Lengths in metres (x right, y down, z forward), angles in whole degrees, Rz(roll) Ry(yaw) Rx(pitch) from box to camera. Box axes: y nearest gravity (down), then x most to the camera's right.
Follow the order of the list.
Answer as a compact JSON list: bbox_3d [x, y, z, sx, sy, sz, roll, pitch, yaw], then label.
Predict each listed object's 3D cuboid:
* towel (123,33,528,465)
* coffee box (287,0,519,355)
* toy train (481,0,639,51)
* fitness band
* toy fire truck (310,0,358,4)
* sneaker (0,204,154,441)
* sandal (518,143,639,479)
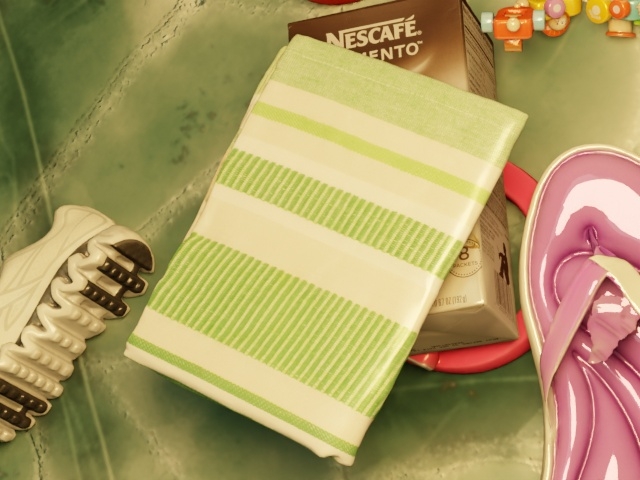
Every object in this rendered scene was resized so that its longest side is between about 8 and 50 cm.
[{"bbox_3d":[0.000,0.000,1.458,0.248,0.038,0.325,23,83,29],"label":"towel"},{"bbox_3d":[0.071,-0.055,1.534,0.168,0.119,0.297,-11,68,18],"label":"coffee box"},{"bbox_3d":[0.231,-0.197,1.574,0.166,0.125,0.046,-2,111,8],"label":"toy train"},{"bbox_3d":[0.094,0.002,1.603,0.291,0.054,0.209,30,84,26],"label":"fitness band"},{"bbox_3d":[0.041,-0.362,1.613,0.302,0.254,0.169,-15,69,21],"label":"toy fire truck"},{"bbox_3d":[-0.295,0.089,1.708,0.292,0.110,0.118,-48,55,-7],"label":"sneaker"},{"bbox_3d":[0.255,0.115,1.453,0.169,0.102,0.416,-2,79,7],"label":"sandal"}]
